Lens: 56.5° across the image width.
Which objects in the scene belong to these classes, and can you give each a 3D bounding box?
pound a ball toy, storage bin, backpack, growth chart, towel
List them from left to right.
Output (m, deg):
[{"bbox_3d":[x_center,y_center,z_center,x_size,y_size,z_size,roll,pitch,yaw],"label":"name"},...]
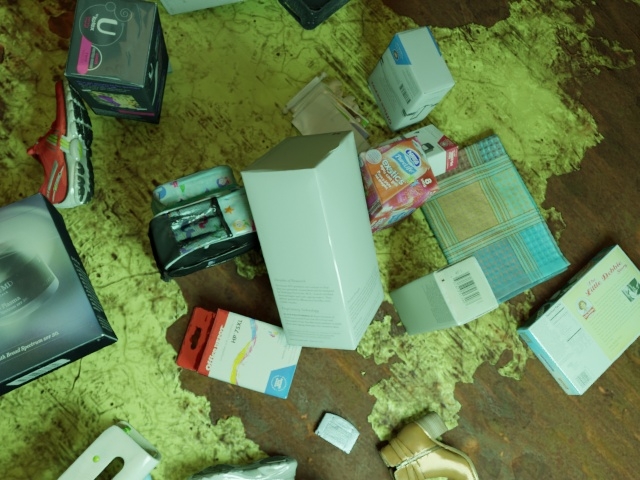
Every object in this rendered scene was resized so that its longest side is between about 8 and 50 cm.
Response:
[{"bbox_3d":[-0.427,0.482,1.030,0.135,0.208,0.319,42,73,1],"label":"pound a ball toy"},{"bbox_3d":[-0.211,-0.040,1.179,0.253,0.225,0.191,-15,86,-18],"label":"backpack"},{"bbox_3d":[0.000,-0.606,1.413,0.180,0.084,0.122,-43,88,-15],"label":"storage bin"},{"bbox_3d":[0.028,-0.266,1.377,0.172,0.021,0.237,-37,87,-16],"label":"growth chart"},{"bbox_3d":[0.390,-0.044,1.389,0.271,0.040,0.370,-24,83,-15],"label":"towel"}]

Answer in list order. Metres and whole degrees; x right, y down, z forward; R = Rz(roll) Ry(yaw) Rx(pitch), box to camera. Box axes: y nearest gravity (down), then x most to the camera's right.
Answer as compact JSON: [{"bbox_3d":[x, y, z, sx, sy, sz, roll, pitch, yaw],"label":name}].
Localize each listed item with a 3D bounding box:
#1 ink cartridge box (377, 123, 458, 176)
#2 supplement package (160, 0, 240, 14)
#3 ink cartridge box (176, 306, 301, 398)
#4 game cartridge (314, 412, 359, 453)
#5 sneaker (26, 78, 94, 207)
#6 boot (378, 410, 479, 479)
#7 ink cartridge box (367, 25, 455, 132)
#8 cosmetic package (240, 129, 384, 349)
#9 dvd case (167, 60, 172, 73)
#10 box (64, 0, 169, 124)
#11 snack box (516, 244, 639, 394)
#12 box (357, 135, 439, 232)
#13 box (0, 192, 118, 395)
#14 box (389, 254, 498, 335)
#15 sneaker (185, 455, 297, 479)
[{"bbox_3d":[0.218,-0.191,1.351,0.150,0.063,0.109,-22,47,-15],"label":"ink cartridge box"},{"bbox_3d":[-0.226,-0.635,1.288,0.292,0.177,0.175,-9,79,6],"label":"supplement package"},{"bbox_3d":[-0.163,0.223,1.204,0.231,0.078,0.134,18,75,-6],"label":"ink cartridge box"},{"bbox_3d":[0.036,0.397,1.237,0.083,0.017,0.056,33,78,-2],"label":"game cartridge"},{"bbox_3d":[-0.539,-0.203,1.216,0.118,0.107,0.279,-6,76,-3],"label":"sneaker"},{"bbox_3d":[0.225,0.472,1.230,0.152,0.073,0.197,-30,73,-16],"label":"boot"},{"bbox_3d":[0.196,-0.355,1.335,0.085,0.203,0.148,-22,83,-17],"label":"ink cartridge box"},{"bbox_3d":[0.000,0.000,1.123,0.155,0.197,0.366,-1,115,27],"label":"cosmetic package"},{"bbox_3d":[-0.389,-0.425,1.336,0.087,0.013,0.119,-14,80,-13],"label":"dvd case"},{"bbox_3d":[-0.391,-0.348,1.176,0.143,0.270,0.165,8,85,-10],"label":"box"},{"bbox_3d":[0.629,0.178,1.374,0.322,0.060,0.187,-37,87,-16],"label":"snack box"},{"bbox_3d":[0.128,-0.101,1.237,0.128,0.257,0.123,-19,80,-15],"label":"box"},{"bbox_3d":[-0.583,0.114,1.096,0.296,0.183,0.294,-25,82,-15],"label":"box"},{"bbox_3d":[0.238,0.118,1.201,0.094,0.275,0.113,-22,84,-15],"label":"box"},{"bbox_3d":[-0.154,0.489,1.145,0.232,0.090,0.115,-4,82,-11],"label":"sneaker"}]
